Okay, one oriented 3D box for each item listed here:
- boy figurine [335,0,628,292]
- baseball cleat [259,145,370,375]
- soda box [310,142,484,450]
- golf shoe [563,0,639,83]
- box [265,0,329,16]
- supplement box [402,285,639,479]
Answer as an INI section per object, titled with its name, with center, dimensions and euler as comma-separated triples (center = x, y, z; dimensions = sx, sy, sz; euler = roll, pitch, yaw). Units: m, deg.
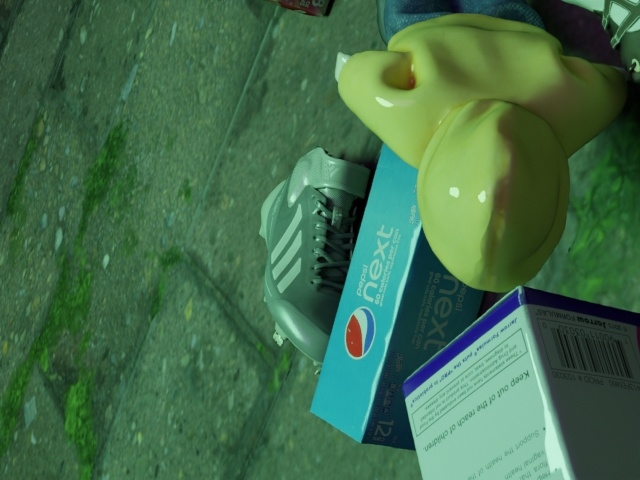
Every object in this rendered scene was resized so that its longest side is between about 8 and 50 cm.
[boy figurine]
center = 0.099, -0.083, 0.757
dimensions = 0.285, 0.177, 0.092
euler = -96, 7, -52
[baseball cleat]
center = 0.000, 0.000, 0.958
dimensions = 0.109, 0.072, 0.206
euler = -58, 31, 27
[soda box]
center = 0.063, 0.030, 0.866
dimensions = 0.071, 0.067, 0.210
euler = 21, 96, 58
[golf shoe]
center = 0.184, -0.122, 0.725
dimensions = 0.198, 0.077, 0.094
euler = 29, 103, 58
[box]
center = -0.032, -0.335, 1.093
dimensions = 0.122, 0.128, 0.257
euler = 34, 107, 56
[supplement box]
center = 0.135, 0.151, 0.666
dimensions = 0.114, 0.111, 0.220
euler = -46, 43, 40
